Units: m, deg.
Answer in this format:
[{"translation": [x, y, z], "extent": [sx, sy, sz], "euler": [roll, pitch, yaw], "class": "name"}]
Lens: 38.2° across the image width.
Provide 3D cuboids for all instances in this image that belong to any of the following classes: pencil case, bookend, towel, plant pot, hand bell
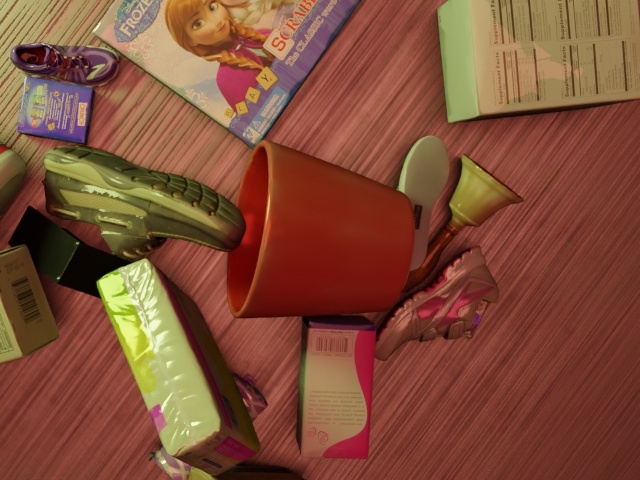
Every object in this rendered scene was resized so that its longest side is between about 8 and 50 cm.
[{"translation": [-0.178, 0.311, 1.510], "extent": [0.206, 0.088, 0.086], "euler": [-44, 93, -1], "class": "pencil case"}, {"translation": [-0.382, 0.027, 1.471], "extent": [0.157, 0.156, 0.072], "euler": [29, 90, -51], "class": "bookend"}, {"translation": [0.251, 0.122, 1.582], "extent": [0.060, 0.009, 0.083], "euler": [27, 90, -7], "class": "towel"}, {"translation": [0.000, 0.000, 1.440], "extent": [0.243, 0.275, 0.275], "euler": [9, 92, -16], "class": "plant pot"}, {"translation": [0.213, -0.010, 1.537], "extent": [0.126, 0.126, 0.242], "euler": [36, 101, -7], "class": "hand bell"}]

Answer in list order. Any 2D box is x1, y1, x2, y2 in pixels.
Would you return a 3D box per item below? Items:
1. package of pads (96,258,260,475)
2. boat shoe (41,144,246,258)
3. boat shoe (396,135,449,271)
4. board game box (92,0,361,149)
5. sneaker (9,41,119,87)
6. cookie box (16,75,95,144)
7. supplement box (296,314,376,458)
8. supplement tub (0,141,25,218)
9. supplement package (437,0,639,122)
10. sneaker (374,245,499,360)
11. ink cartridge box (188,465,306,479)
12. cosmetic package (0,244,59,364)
[{"translation": [-0.206, 0.194, 1.385], "extent": [0.101, 0.229, 0.297], "euler": [-28, 66, 0], "class": "package of pads"}, {"translation": [-0.277, -0.042, 1.438], "extent": [0.355, 0.132, 0.130], "euler": [21, 107, 20], "class": "boat shoe"}, {"translation": [0.151, -0.059, 1.528], "extent": [0.080, 0.076, 0.229], "euler": [11, 86, -22], "class": "boat shoe"}, {"translation": [-0.142, -0.364, 1.486], "extent": [0.318, 0.066, 0.319], "euler": [35, 89, -7], "class": "board game box"}, {"translation": [-0.406, -0.280, 1.461], "extent": [0.169, 0.071, 0.068], "euler": [1, 93, -7], "class": "sneaker"}, {"translation": [-0.421, -0.206, 1.479], "extent": [0.107, 0.040, 0.092], "euler": [10, 92, -6], "class": "cookie box"}, {"translation": [0.023, 0.236, 1.514], "extent": [0.111, 0.114, 0.220], "euler": [4, 92, -7], "class": "supplement box"}, {"translation": [-0.606, -0.118, 1.390], "extent": [0.272, 0.191, 0.191], "euler": [34, 89, -7], "class": "supplement tub"}, {"translation": [0.343, -0.302, 1.472], "extent": [0.262, 0.199, 0.198], "euler": [-7, 95, -5], "class": "supplement package"}, {"translation": [0.194, 0.123, 1.523], "extent": [0.252, 0.103, 0.111], "euler": [-39, 88, 0], "class": "sneaker"}, {"translation": [-0.135, 0.486, 1.486], "extent": [0.193, 0.088, 0.235], "euler": [14, 91, -38], "class": "ink cartridge box"}, {"translation": [-0.573, 0.128, 1.396], "extent": [0.309, 0.113, 0.160], "euler": [-15, 97, 17], "class": "cosmetic package"}]
